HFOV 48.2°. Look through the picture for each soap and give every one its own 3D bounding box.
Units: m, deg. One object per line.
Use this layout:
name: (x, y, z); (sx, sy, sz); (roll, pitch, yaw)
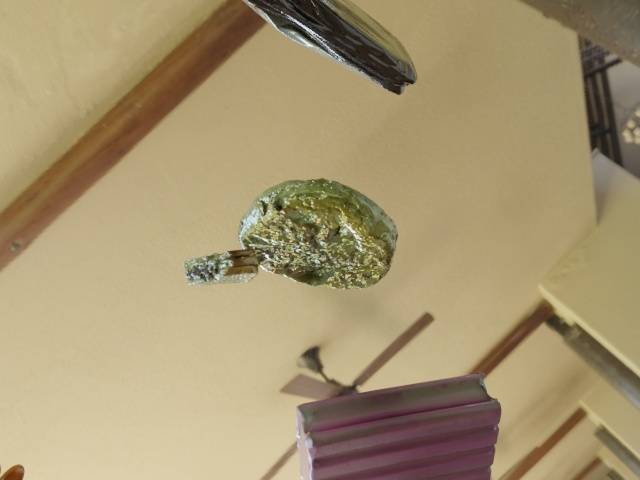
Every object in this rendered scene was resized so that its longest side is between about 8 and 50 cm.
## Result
soap: (0.079, 0.213, 0.746); (0.203, 0.065, 0.122); (-7, -58, -10)

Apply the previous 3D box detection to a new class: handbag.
handbag: (-0.009, -0.326, 1.016); (0.332, 0.191, 0.075); (23, -57, -28)

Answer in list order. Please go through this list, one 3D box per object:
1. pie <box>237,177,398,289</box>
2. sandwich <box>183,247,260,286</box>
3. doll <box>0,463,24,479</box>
pie: (0.000, 0.000, 1.177); (0.277, 0.277, 0.078); (63, -149, -55)
sandwich: (-0.125, 0.035, 0.914); (0.093, 0.035, 0.105); (-4, -9, -22)
doll: (-0.389, 0.346, 0.776); (0.143, 0.135, 0.221); (-11, -64, -60)
